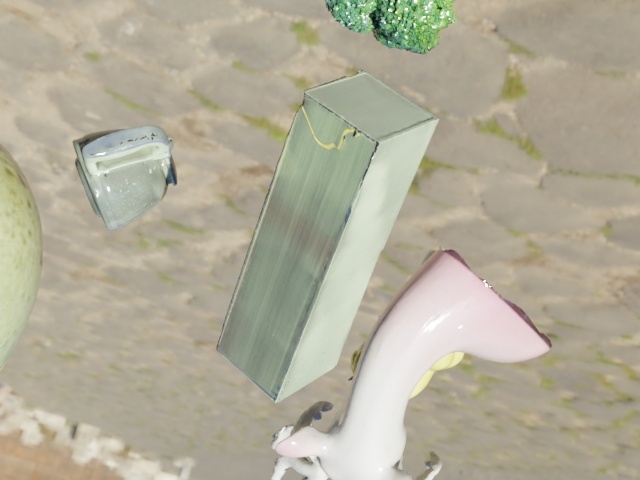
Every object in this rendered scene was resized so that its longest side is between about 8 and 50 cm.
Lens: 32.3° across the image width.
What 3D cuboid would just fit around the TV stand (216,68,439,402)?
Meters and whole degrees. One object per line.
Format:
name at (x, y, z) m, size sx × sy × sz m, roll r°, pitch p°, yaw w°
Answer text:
TV stand at (0.000, 0.000, 0.909) m, size 0.083 × 0.269 × 0.088 m, roll 38°, pitch -143°, yaw 23°

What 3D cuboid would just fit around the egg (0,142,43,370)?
egg at (-0.528, 0.035, 1.405) m, size 0.345 × 0.428 × 0.345 m, roll 1°, pitch -166°, yaw 0°

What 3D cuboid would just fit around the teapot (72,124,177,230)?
teapot at (-0.217, -0.090, 1.233) m, size 0.108 × 0.111 × 0.149 m, roll -23°, pitch 139°, yaw -11°

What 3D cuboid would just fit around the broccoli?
broccoli at (0.119, -0.320, 1.154) m, size 0.270 × 0.270 × 0.270 m, roll 4°, pitch 168°, yaw -16°

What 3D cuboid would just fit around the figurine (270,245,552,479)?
figurine at (0.087, 0.184, 1.152) m, size 0.206 × 0.315 × 0.284 m, roll 43°, pitch 179°, yaw 13°
